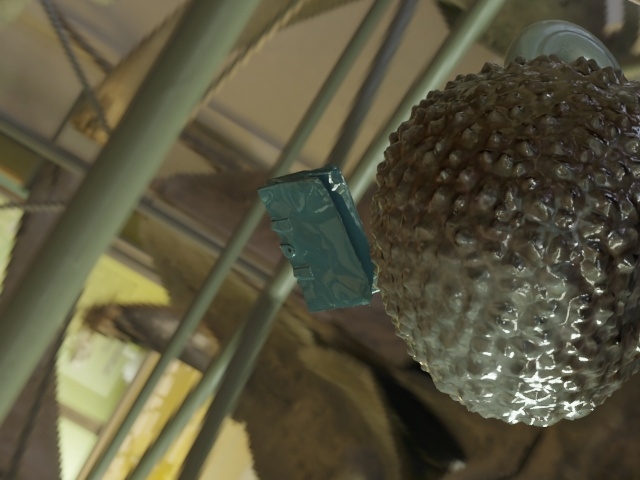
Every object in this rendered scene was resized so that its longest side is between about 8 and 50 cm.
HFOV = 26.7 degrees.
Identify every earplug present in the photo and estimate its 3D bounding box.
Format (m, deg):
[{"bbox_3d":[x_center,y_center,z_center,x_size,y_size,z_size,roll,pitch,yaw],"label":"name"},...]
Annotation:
[{"bbox_3d":[0.379,-0.186,2.032,0.175,0.325,0.214,-5,-126,34],"label":"earplug"}]

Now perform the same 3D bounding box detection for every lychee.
[{"bbox_3d":[0.166,-0.001,1.077,0.300,0.300,0.300,-57,-171,14],"label":"lychee"}]

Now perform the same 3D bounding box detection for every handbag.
[{"bbox_3d":[0.000,0.000,2.065,0.144,0.221,0.057,-12,-160,37],"label":"handbag"}]

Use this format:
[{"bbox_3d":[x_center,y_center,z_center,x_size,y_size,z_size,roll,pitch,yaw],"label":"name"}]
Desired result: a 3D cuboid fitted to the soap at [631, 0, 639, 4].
[{"bbox_3d":[0.401,-0.434,1.801,0.098,0.218,0.273,-51,-161,39],"label":"soap"}]
